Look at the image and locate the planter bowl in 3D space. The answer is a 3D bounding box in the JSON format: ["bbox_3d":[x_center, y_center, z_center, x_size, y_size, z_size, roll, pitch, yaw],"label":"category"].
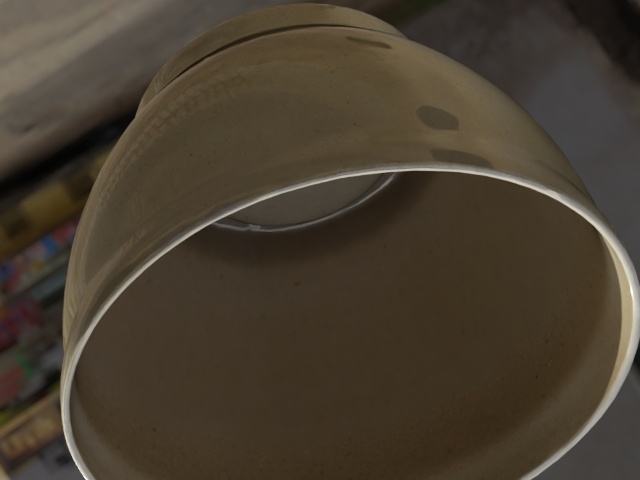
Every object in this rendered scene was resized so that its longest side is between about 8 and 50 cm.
[{"bbox_3d":[0.000,0.000,0.570,0.162,0.162,0.109,-33,-135,19],"label":"planter bowl"}]
